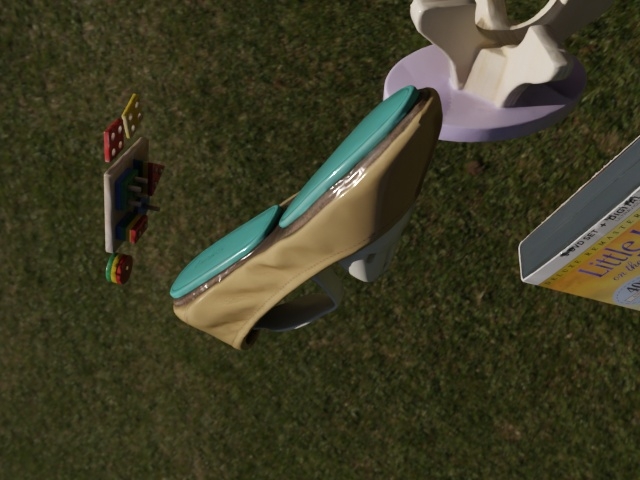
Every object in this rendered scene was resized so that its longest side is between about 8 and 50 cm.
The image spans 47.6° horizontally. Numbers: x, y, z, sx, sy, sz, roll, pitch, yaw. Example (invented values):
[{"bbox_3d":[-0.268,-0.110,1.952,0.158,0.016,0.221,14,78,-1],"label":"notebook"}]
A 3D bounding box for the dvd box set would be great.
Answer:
[{"bbox_3d":[0.490,0.003,0.826,0.420,0.062,0.308,14,146,-14],"label":"dvd box set"}]

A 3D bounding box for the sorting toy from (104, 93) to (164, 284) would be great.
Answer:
[{"bbox_3d":[-0.271,-0.073,1.076,0.046,0.132,0.275,12,122,5],"label":"sorting toy"}]

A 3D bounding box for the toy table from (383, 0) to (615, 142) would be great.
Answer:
[{"bbox_3d":[0.223,-0.240,0.906,0.161,0.274,0.252,95,151,-54],"label":"toy table"}]

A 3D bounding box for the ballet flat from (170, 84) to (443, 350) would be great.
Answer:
[{"bbox_3d":[0.000,0.000,0.405,0.073,0.080,0.232,43,136,-13],"label":"ballet flat"}]
